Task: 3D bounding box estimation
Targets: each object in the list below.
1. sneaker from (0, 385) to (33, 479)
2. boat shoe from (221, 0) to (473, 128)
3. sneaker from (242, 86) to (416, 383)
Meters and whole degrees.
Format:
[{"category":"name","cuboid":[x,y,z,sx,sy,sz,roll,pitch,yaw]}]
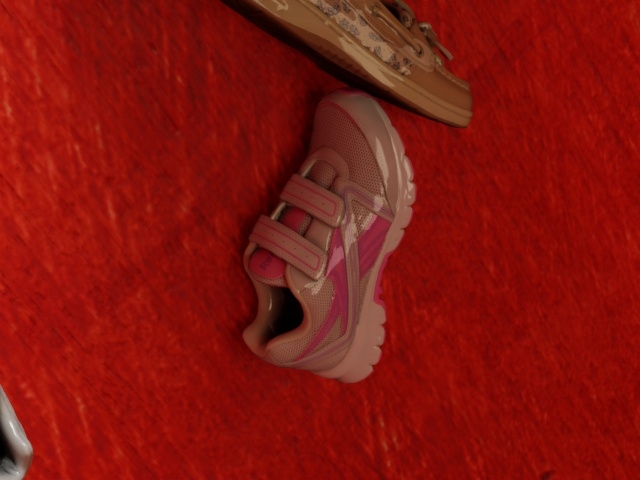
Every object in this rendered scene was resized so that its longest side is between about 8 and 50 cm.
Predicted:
[{"category":"sneaker","cuboid":[-0.286,0.079,1.234,0.099,0.121,0.262,-51,127,-16]},{"category":"boat shoe","cuboid":[0.030,-0.177,1.414,0.285,0.104,0.089,29,87,-39]},{"category":"sneaker","cuboid":[0.000,0.000,1.444,0.111,0.103,0.252,-3,104,-39]}]
